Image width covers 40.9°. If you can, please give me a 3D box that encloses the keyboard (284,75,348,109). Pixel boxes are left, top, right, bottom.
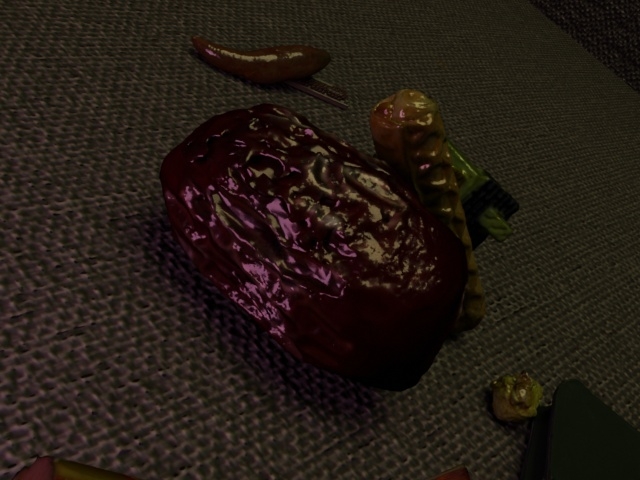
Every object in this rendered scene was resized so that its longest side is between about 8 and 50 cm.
[{"bbox_3d":[-0.025,-0.277,1.503,0.166,0.017,0.055,20,36,-20],"label":"keyboard"}]

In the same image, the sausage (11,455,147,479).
[{"bbox_3d":[-0.085,0.255,0.653,0.318,0.125,0.117,20,76,-21],"label":"sausage"}]

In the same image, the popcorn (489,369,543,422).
[{"bbox_3d":[0.245,0.197,1.090,0.059,0.068,0.083,53,-3,-5],"label":"popcorn"}]

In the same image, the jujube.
[{"bbox_3d":[0.000,0.000,0.971,0.376,0.258,0.258,47,34,7],"label":"jujube"}]

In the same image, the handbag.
[{"bbox_3d":[0.362,0.315,1.021,0.260,0.079,0.247,35,33,0],"label":"handbag"}]

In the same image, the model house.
[{"bbox_3d":[0.140,-0.040,1.165,0.211,0.194,0.170,44,12,-2],"label":"model house"}]

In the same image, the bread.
[{"bbox_3d":[0.139,-0.023,1.070,0.084,0.367,0.077,-20,36,1],"label":"bread"}]

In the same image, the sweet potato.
[{"bbox_3d":[-0.087,-0.297,1.425,0.255,0.058,0.078,-2,67,-27],"label":"sweet potato"}]

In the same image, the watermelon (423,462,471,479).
[{"bbox_3d":[0.092,0.286,0.810,0.145,0.137,0.193,-18,32,2],"label":"watermelon"}]
